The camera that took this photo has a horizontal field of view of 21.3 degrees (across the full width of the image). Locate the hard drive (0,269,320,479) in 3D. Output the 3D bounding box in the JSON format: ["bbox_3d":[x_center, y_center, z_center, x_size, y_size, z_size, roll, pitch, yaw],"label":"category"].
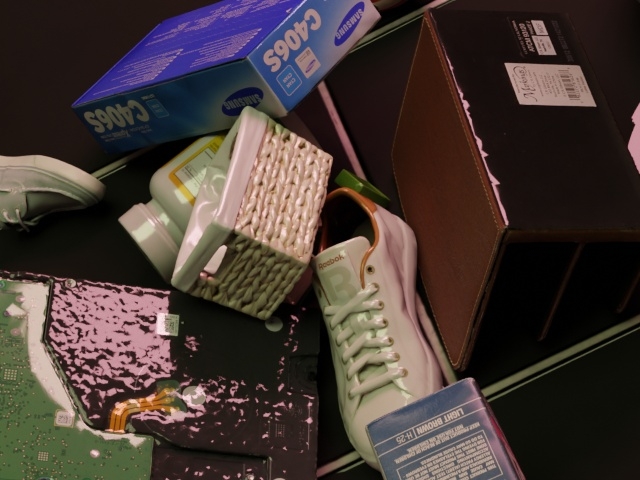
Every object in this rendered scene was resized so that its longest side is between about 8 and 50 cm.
[{"bbox_3d":[-0.172,0.153,1.579,0.339,0.064,0.237,7,53,-9],"label":"hard drive"}]

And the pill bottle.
[{"bbox_3d":[-0.102,-0.051,1.769,0.208,0.117,0.117,-39,49,-6],"label":"pill bottle"}]

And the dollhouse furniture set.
[{"bbox_3d":[0.000,0.000,1.746,0.076,0.058,0.152,40,97,33],"label":"dollhouse furniture set"}]

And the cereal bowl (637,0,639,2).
[{"bbox_3d":[0.452,-0.322,1.698,0.339,0.141,0.339,-13,50,16],"label":"cereal bowl"}]

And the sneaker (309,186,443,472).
[{"bbox_3d":[0.034,0.078,1.593,0.106,0.123,0.290,-27,48,23],"label":"sneaker"}]

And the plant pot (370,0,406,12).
[{"bbox_3d":[0.037,-0.361,1.892,0.191,0.191,0.174,-12,54,17],"label":"plant pot"}]

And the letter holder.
[{"bbox_3d":[0.181,-0.043,1.628,0.152,0.214,0.302,0,46,-15],"label":"letter holder"}]

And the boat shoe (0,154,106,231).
[{"bbox_3d":[-0.338,-0.047,1.912,0.227,0.079,0.081,6,67,34],"label":"boat shoe"}]

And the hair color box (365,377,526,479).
[{"bbox_3d":[0.155,0.298,1.346,0.105,0.174,0.347,-25,49,4],"label":"hair color box"}]

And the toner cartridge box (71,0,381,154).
[{"bbox_3d":[-0.107,-0.185,1.789,0.348,0.075,0.165,-6,37,53],"label":"toner cartridge box"}]

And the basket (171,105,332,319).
[{"bbox_3d":[-0.062,-0.024,1.624,0.113,0.103,0.167,-53,18,44],"label":"basket"}]
